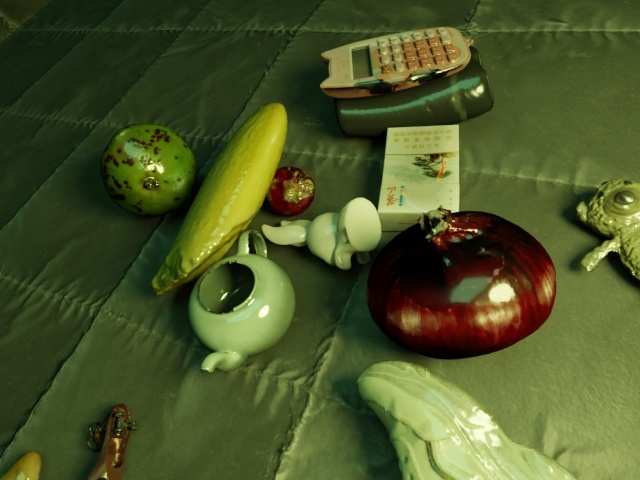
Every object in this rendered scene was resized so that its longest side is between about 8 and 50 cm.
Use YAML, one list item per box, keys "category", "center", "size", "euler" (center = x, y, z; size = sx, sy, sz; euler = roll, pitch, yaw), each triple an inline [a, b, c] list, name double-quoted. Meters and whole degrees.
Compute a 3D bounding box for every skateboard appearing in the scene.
- category: "skateboard"
  center: [-0.349, 0.347, 0.743]
  size: [0.080, 0.067, 0.151]
  euler: [-23, 45, 13]

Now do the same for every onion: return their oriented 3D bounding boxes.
- category: "onion"
  center: [-0.064, -0.104, 0.958]
  size: [0.107, 0.097, 0.107]
  euler: [1, 82, -9]
- category: "onion"
  center: [0.192, 0.037, 0.665]
  size: [0.272, 0.285, 0.273]
  euler: [-18, 30, 11]

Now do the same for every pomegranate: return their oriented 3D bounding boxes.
- category: "pomegranate"
  center: [-0.394, -0.167, 1.050]
  size: [0.211, 0.211, 0.263]
  euler: [-30, 27, -5]

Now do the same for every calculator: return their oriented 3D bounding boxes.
- category: "calculator"
  center: [0.163, -0.390, 0.985]
  size: [0.329, 0.048, 0.220]
  euler: [-9, 45, 11]

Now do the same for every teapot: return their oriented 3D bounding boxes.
- category: "teapot"
  center: [-0.142, 0.107, 0.801]
  size: [0.192, 0.130, 0.295]
  euler: [-2, 55, 15]

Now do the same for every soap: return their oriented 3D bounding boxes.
- category: "soap"
  center: [-0.180, -0.087, 0.896]
  size: [0.115, 0.306, 0.428]
  euler: [28, 64, -16]

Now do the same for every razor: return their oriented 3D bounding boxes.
- category: "razor"
  center: [0.201, -0.329, 1.023]
  size: [0.348, 0.114, 0.205]
  euler: [-7, 50, 16]

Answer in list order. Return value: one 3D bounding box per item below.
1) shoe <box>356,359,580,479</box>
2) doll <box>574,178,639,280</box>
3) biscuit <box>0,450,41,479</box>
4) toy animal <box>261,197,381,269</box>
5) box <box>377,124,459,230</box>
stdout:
- category: "shoe"
  center: [0.151, 0.307, 0.561]
  size: [0.342, 0.132, 0.210]
  euler: [33, 67, 30]
- category: "doll"
  center: [0.503, 0.029, 0.694]
  size: [0.202, 0.091, 0.286]
  euler: [0, 65, 32]
- category: "biscuit"
  center: [-0.546, 0.458, 0.724]
  size: [0.207, 0.047, 0.164]
  euler: [-28, 51, -3]
- category: "toy animal"
  center: [0.001, 0.000, 0.867]
  size: [0.220, 0.131, 0.103]
  euler: [-10, 19, 41]
- category: "box"
  center: [0.200, -0.127, 0.905]
  size: [0.149, 0.067, 0.233]
  euler: [-1, 55, 18]
